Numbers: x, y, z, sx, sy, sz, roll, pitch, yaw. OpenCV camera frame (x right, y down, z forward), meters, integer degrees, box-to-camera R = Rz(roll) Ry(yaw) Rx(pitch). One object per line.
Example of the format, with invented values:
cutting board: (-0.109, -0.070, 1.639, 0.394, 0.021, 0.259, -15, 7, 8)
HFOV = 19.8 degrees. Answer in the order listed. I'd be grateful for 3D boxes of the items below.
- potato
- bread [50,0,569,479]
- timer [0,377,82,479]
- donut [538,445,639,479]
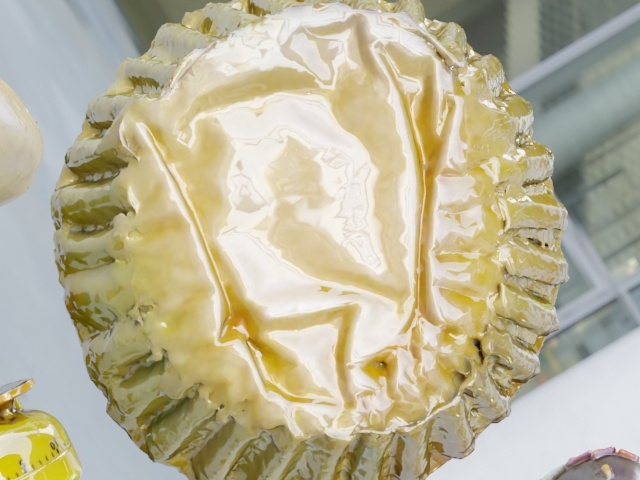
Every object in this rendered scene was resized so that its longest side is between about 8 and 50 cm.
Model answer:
potato: (-0.324, -0.078, 1.470, 0.146, 0.150, 0.234, 60, 23, 9)
bread: (0.000, 0.002, 0.790, 0.240, 0.240, 0.139, 59, -8, -6)
timer: (-0.184, 0.146, 1.034, 0.107, 0.107, 0.109, -99, 166, -85)
donut: (0.188, 0.276, 1.511, 0.103, 0.270, 0.269, 47, 3, -6)
